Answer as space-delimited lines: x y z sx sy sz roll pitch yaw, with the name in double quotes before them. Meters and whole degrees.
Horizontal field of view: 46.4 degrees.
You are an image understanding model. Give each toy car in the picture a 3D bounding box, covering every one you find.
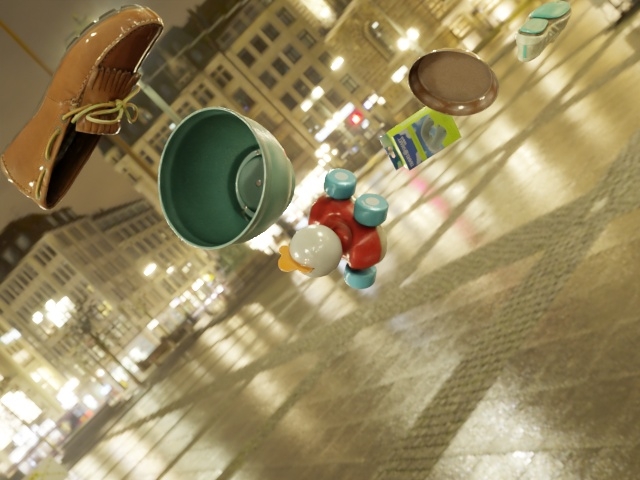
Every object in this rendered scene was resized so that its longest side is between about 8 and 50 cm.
"toy car" 0.000 0.000 1.605 0.238 0.210 0.219 -21 -44 -31

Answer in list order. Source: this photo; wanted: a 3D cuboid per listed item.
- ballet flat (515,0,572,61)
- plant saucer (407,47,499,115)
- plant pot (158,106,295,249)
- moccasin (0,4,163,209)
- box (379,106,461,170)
"ballet flat" 0.329 -0.311 1.114 0.168 0.057 0.052 -40 -41 -42
"plant saucer" 0.246 -0.296 1.374 0.168 0.168 0.029 -39 28 56
"plant pot" -0.176 -0.128 1.609 0.293 0.293 0.196 -43 -22 26
"moccasin" -0.373 -0.211 1.206 0.380 0.147 0.139 -47 -12 13
"box" 0.244 -0.252 1.814 0.178 0.109 0.042 -34 29 -3
